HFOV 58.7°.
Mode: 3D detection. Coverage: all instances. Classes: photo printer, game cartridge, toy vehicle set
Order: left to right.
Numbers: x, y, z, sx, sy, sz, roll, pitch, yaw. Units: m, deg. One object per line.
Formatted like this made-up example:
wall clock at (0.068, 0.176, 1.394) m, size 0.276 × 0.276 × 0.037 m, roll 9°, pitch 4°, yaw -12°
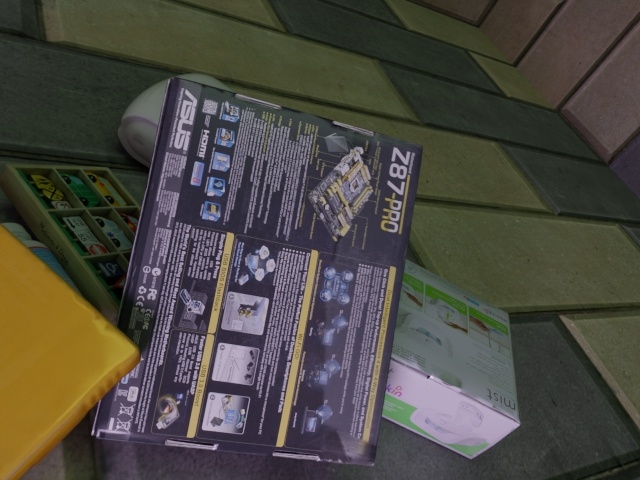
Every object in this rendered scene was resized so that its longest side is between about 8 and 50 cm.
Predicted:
game cartridge at (-0.378, 0.127, 0.503) m, size 0.285 × 0.052 × 0.323 m, roll 40°, pitch 59°, yaw 8°
toy vehicle set at (-0.294, -0.003, 0.783) m, size 0.267 × 0.035 × 0.166 m, roll 47°, pitch 25°, yaw 16°
photo printer at (-0.186, -0.179, 1.030) m, size 0.307 × 0.107 × 0.256 m, roll 33°, pitch 37°, yaw -2°

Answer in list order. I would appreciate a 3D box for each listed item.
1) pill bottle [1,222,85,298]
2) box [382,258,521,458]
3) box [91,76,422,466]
pill bottle at (-0.342, 0.057, 0.671) m, size 0.160 × 0.087 × 0.087 m, roll 48°, pitch 39°, yaw 17°
box at (0.164, 0.168, 0.893) m, size 0.262 × 0.127 × 0.231 m, roll 27°, pitch 38°, yaw -9°
box at (-0.062, 0.043, 0.673) m, size 0.318 × 0.097 × 0.395 m, roll 11°, pitch 83°, yaw -14°
